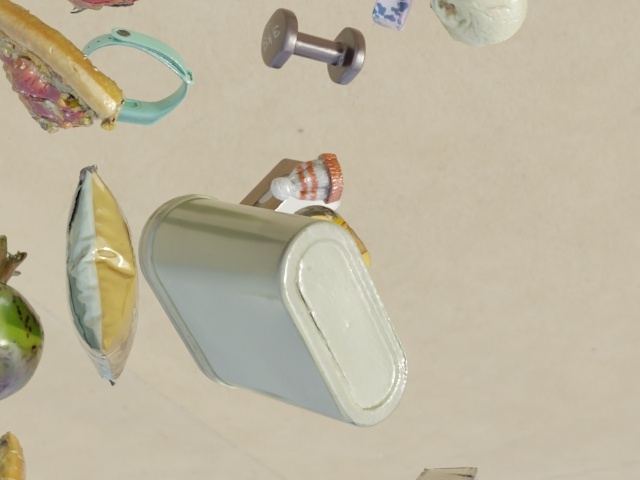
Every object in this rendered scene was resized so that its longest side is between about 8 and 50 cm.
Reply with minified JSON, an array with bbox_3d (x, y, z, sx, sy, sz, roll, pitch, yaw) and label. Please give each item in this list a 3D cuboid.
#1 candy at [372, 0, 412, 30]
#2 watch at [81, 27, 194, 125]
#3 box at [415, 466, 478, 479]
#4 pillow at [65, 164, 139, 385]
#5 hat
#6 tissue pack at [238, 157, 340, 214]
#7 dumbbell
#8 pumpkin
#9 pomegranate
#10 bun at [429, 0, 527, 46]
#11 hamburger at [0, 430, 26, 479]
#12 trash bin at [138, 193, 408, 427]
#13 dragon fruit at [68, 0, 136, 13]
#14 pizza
[{"bbox_3d":[0.155,-0.502,2.050,0.073,0.092,0.160,19,-170,3],"label":"candy"},{"bbox_3d":[-0.384,-0.336,1.980,0.237,0.068,0.195,9,123,-18],"label":"watch"},{"bbox_3d":[0.161,0.416,1.249,0.084,0.198,0.310,-4,174,13],"label":"box"},{"bbox_3d":[-0.363,0.068,1.590,0.119,0.312,0.310,-3,164,-13],"label":"pillow"},{"bbox_3d":[-0.034,-0.126,2.068,0.162,0.112,0.093,-10,-169,-18],"label":"hat"},{"bbox_3d":[-0.095,-0.073,2.433,0.159,0.246,0.136,15,146,51],"label":"tissue pack"},{"bbox_3d":[-0.017,-0.446,2.208,0.225,0.124,0.140,8,150,-28],"label":"dumbbell"},{"bbox_3d":[0.000,0.000,1.705,0.119,0.107,0.183,-36,128,11],"label":"pumpkin"},{"bbox_3d":[-0.568,0.150,1.603,0.231,0.286,0.231,-2,123,-2],"label":"pomegranate"},{"bbox_3d":[0.299,-0.499,1.941,0.153,0.244,0.244,-38,144,-8],"label":"bun"},{"bbox_3d":[-0.619,0.501,1.744,0.144,0.283,0.156,9,-172,-22],"label":"hamburger"},{"bbox_3d":[-0.050,0.068,0.987,0.247,0.121,0.243,7,131,50],"label":"trash bin"},{"bbox_3d":[-0.356,-0.467,1.513,0.234,0.234,0.293,10,164,-15],"label":"dragon fruit"},{"bbox_3d":[-0.295,-0.160,1.023,0.188,0.062,0.199,39,158,3],"label":"pizza"}]
